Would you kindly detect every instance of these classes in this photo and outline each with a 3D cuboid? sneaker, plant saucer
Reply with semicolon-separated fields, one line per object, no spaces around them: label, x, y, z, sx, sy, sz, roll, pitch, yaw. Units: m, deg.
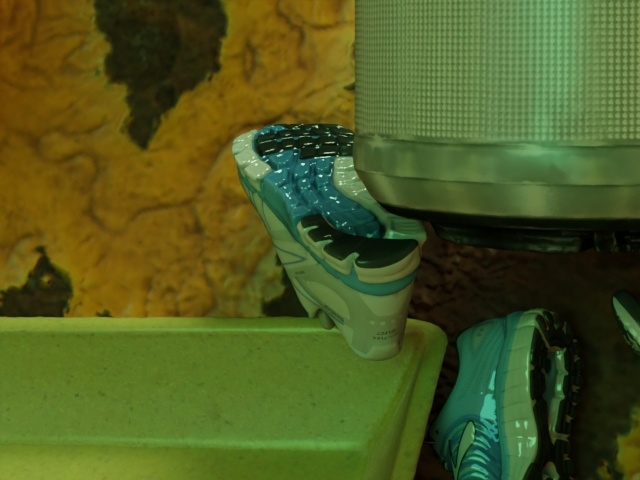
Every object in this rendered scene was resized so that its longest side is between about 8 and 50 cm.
sneaker;0.089;0.116;0.934;0.073;0.063;0.162;-2;74;41
sneaker;0.000;0.000;0.957;0.071;0.083;0.190;-10;29;-12
plant saucer;-0.117;0.182;0.912;0.333;0.081;0.332;-1;42;18
sneaker;0.181;0.052;0.915;0.035;0.031;0.083;-41;70;-3

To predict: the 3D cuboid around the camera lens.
camera lens;0.124;-0.137;0.841;0.219;0.219;0.274;3;97;24
